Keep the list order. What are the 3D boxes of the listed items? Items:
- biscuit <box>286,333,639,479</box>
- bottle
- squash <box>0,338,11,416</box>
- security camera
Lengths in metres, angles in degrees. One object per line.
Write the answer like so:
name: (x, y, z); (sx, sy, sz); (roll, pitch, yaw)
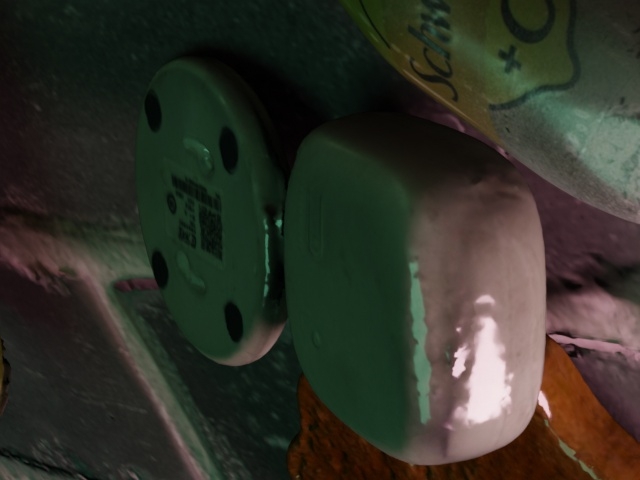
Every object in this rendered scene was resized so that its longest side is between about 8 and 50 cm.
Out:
biscuit: (0.094, 0.148, 1.043); (0.257, 0.049, 0.273); (50, 147, -1)
bottle: (0.042, -0.105, 0.773); (0.270, 0.083, 0.083); (36, 149, 21)
squash: (-0.335, -0.016, 1.192); (0.263, 0.263, 0.384); (29, 146, 28)
security camera: (0.000, 0.000, 0.954); (0.301, 0.080, 0.157); (26, 123, 54)
